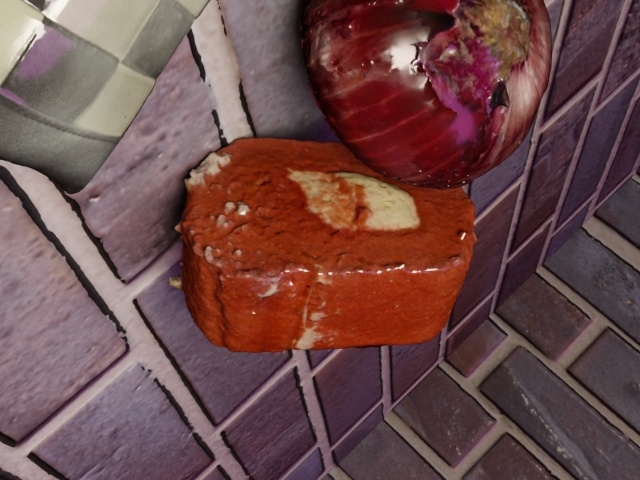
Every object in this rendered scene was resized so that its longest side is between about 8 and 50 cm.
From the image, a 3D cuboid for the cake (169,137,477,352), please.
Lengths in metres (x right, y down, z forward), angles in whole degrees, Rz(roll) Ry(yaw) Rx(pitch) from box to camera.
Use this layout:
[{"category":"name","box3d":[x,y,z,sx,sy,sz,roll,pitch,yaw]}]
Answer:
[{"category":"cake","box3d":[0.000,0.000,0.839,0.282,0.177,0.151,-3,144,-10]}]

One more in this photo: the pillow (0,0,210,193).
[{"category":"pillow","box3d":[-0.134,-0.147,0.516,0.250,0.106,0.186,-55,158,5]}]

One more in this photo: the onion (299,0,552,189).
[{"category":"onion","box3d":[0.079,-0.166,0.782,0.252,0.219,0.252,-1,92,-49]}]
